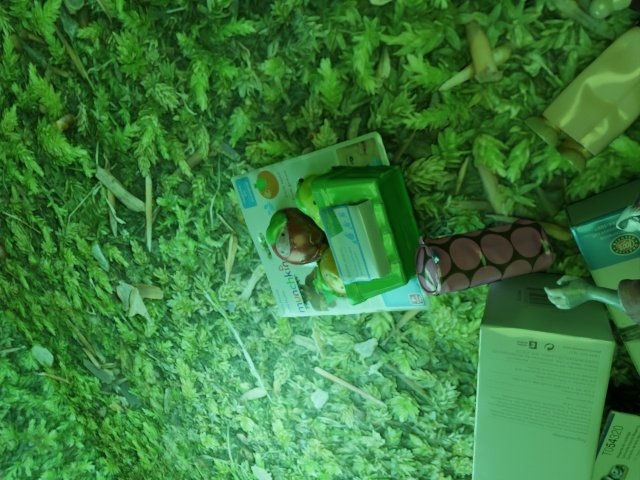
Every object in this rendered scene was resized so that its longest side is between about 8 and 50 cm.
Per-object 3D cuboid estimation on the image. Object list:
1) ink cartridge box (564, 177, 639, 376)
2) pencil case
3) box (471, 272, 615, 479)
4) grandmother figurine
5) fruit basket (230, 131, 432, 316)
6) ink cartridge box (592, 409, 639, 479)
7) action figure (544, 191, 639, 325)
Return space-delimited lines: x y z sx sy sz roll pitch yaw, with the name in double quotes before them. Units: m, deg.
"ink cartridge box" 0.529 0.056 0.644 0.223 0.129 0.307 -25 97 28
"pencil case" 0.261 0.022 0.731 0.210 0.095 0.098 -10 75 -11
"box" 0.352 0.250 0.749 0.169 0.215 0.345 4 110 23
"grandmother figurine" 0.439 -0.257 0.592 0.208 0.104 0.342 32 119 -19
"fruit basket" 0.000 0.000 0.845 0.353 0.165 0.326 -10 105 30
"ink cartridge box" 0.604 0.393 0.733 0.331 0.071 0.323 8 122 16
"action figure" 0.433 0.058 0.449 0.370 0.275 0.248 33 102 -21
